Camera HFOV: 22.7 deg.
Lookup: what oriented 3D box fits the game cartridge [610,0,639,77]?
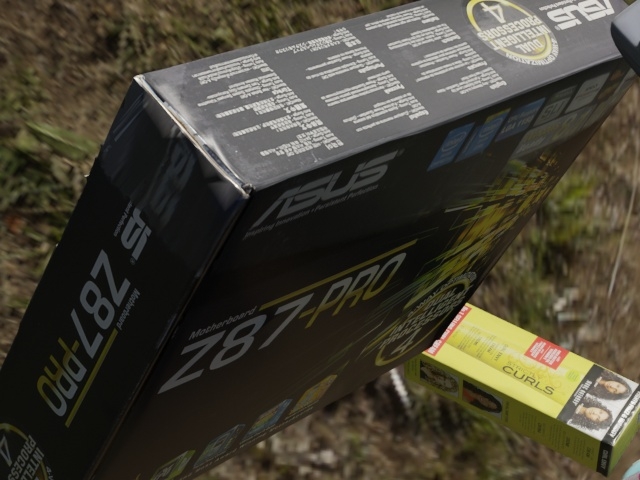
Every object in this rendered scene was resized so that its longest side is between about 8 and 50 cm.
[{"bbox_3d":[0.291,-0.048,0.675,0.196,0.060,0.294,-39,68,4],"label":"game cartridge"}]

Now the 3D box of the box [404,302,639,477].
[{"bbox_3d":[0.201,0.140,1.572,0.232,0.058,0.087,26,54,25],"label":"box"}]

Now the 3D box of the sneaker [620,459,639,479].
[{"bbox_3d":[0.367,0.372,1.578,0.127,0.208,0.319,-11,78,-1],"label":"sneaker"}]

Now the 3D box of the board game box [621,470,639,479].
[{"bbox_3d":[0.218,0.163,0.989,0.090,0.090,0.020,13,56,-30],"label":"board game box"}]

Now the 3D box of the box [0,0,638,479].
[{"bbox_3d":[0.000,0.000,0.965,0.097,0.395,0.318,46,130,19],"label":"box"}]
